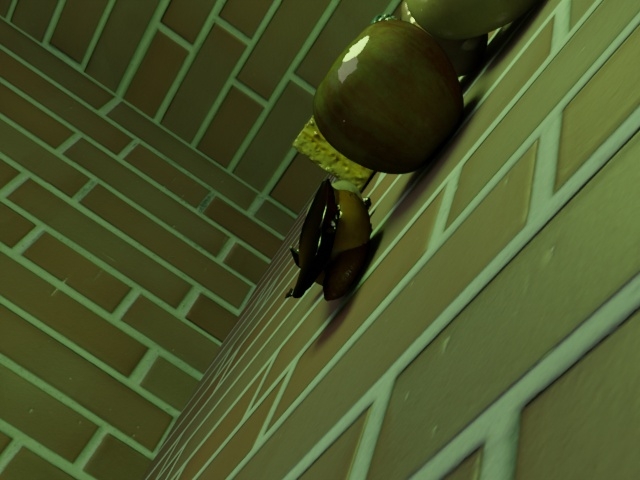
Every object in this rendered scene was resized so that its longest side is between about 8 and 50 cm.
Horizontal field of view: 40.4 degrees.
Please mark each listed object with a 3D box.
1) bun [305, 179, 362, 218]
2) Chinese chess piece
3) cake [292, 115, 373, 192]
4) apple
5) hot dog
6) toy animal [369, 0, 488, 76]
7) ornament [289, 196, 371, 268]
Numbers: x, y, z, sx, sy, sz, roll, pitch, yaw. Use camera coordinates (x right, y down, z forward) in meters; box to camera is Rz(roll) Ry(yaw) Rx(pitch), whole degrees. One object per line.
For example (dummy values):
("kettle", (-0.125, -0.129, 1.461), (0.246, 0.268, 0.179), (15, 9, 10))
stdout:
("bun", (0.044, -0.058, 1.913), (0.138, 0.094, 0.138), (-33, -28, -20))
("Chinese chess piece", (0.280, -0.474, 1.553), (0.273, 0.102, 0.273), (-21, 40, 19))
("cake", (0.095, -0.309, 2.293), (0.286, 0.222, 0.227), (-54, 6, 11))
("apple", (0.122, -0.243, 1.500), (0.256, 0.234, 0.257), (-56, 2, 3))
("hot dog", (0.027, 0.017, 1.492), (0.326, 0.107, 0.194), (-79, 12, -54))
("toy animal", (0.223, -0.369, 1.736), (0.221, 0.230, 0.210), (71, -174, -45))
("ornament", (0.037, -0.005, 1.761), (0.203, 0.088, 0.081), (-44, -24, -22))
